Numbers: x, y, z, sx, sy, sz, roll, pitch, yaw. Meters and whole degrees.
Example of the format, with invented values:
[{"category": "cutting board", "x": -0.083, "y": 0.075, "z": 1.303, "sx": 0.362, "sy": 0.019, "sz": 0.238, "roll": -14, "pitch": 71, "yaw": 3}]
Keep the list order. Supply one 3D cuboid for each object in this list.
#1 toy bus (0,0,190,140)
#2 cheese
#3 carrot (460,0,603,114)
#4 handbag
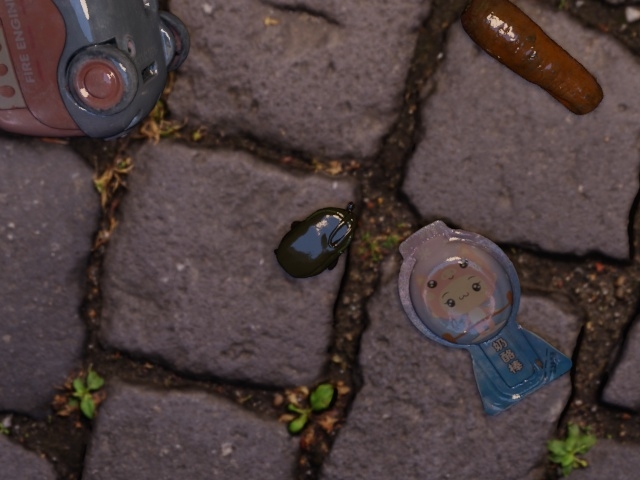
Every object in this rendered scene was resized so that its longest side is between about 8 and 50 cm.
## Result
[{"category": "toy bus", "x": -0.286, "y": -0.245, "z": 1.447, "sx": 0.232, "sy": 0.197, "sz": 0.294, "roll": -6, "pitch": 111, "yaw": 16}, {"category": "cheese", "x": 0.180, "y": 0.085, "z": 1.601, "sx": 0.135, "sy": 0.052, "sz": 0.244, "roll": -33, "pitch": 104, "yaw": 13}, {"category": "carrot", "x": 0.231, "y": -0.201, "z": 1.497, "sx": 0.186, "sy": 0.060, "sz": 0.060, "roll": 36, "pitch": 107, "yaw": -9}, {"category": "handbag", "x": 0.000, "y": 0.000, "z": 1.583, "sx": 0.111, "sy": 0.047, "sz": 0.072, "roll": -42, "pitch": 97, "yaw": 15}]
